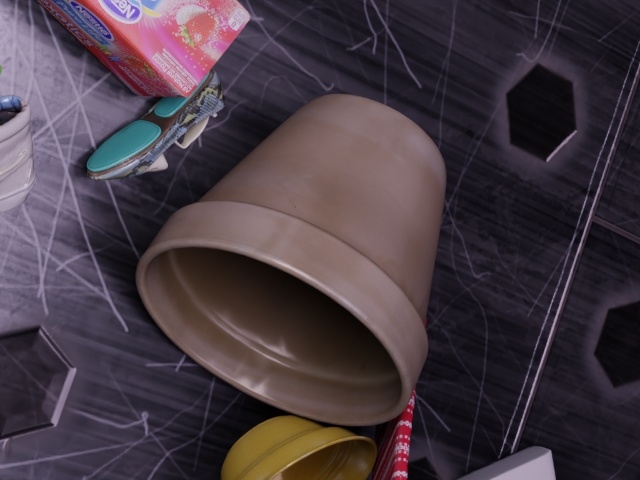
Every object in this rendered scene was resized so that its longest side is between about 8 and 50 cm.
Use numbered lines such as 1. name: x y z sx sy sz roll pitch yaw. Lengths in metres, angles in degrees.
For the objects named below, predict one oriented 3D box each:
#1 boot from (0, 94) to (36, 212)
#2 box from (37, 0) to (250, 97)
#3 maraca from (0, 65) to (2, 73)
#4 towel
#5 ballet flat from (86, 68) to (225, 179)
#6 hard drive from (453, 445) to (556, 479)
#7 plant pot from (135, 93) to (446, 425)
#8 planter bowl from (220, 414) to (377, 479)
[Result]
1. boot: -0.398 -0.066 1.479 0.258 0.095 0.123 -28 143 -34
2. box: -0.216 -0.275 1.572 0.257 0.128 0.122 44 72 -28
3. maraca: -0.383 -0.180 1.502 0.127 0.099 0.185 -54 143 -20
4. towel: 0.087 0.234 1.731 0.031 0.199 0.275 8 57 -3
5. ballet flat: -0.174 -0.114 1.658 0.188 0.070 0.070 -43 115 -17
6. hard drive: 0.232 0.475 1.983 0.233 0.047 0.353 -18 105 -29
7. plant pot: 0.000 0.000 1.662 0.323 0.323 0.280 44 56 -28
8. planter bowl: -0.047 0.266 1.736 0.217 0.090 0.217 -28 150 -18
